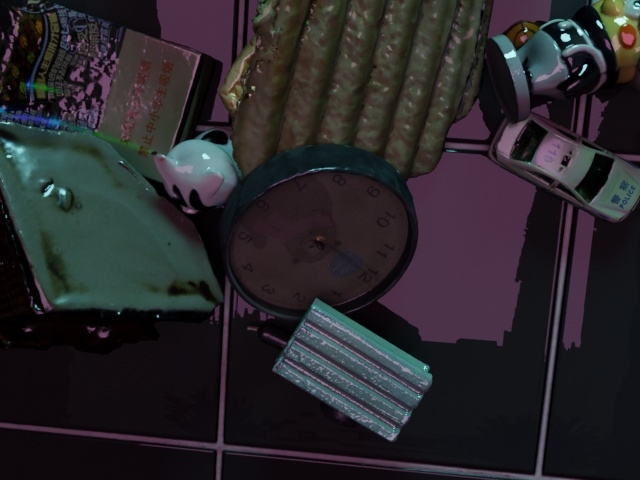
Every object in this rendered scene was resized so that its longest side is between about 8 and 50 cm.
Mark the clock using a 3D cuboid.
[{"bbox_3d":[0.000,0.000,0.972,0.281,0.055,0.280,-6,129,-8],"label":"clock"}]

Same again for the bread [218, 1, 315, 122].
[{"bbox_3d":[-0.031,-0.241,0.984,0.140,0.106,0.236,43,99,-1],"label":"bread"}]

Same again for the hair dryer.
[{"bbox_3d":[-0.015,0.183,1.068,0.219,0.071,0.124,25,98,7],"label":"hair dryer"}]

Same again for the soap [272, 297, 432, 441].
[{"bbox_3d":[0.046,0.179,0.985,0.198,0.063,0.114,33,98,-3],"label":"soap"}]

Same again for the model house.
[{"bbox_3d":[-0.347,0.012,0.993,0.282,0.317,0.297,-28,66,48],"label":"model house"}]

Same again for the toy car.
[{"bbox_3d":[0.349,-0.104,0.990,0.224,0.076,0.090,28,98,0],"label":"toy car"}]

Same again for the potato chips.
[{"bbox_3d":[0.067,-0.214,0.921,0.358,0.070,0.429,-3,124,-29],"label":"potato chips"}]

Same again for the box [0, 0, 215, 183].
[{"bbox_3d":[-0.329,-0.220,1.022,0.310,0.084,0.198,19,100,1],"label":"box"}]

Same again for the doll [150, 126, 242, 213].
[{"bbox_3d":[-0.154,-0.096,0.982,0.110,0.181,0.107,11,112,9],"label":"doll"}]

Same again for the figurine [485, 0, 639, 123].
[{"bbox_3d":[0.346,-0.253,0.931,0.236,0.176,0.133,-18,137,5],"label":"figurine"}]
